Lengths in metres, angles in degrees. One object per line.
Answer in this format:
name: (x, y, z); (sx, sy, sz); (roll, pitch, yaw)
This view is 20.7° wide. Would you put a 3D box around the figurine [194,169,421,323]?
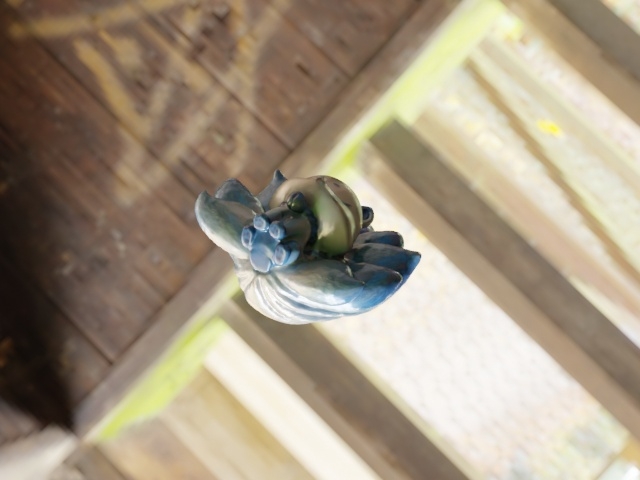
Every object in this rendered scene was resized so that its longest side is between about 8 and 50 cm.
figurine: (0.000, 0.000, 0.875); (0.114, 0.114, 0.079); (-26, 131, -57)
